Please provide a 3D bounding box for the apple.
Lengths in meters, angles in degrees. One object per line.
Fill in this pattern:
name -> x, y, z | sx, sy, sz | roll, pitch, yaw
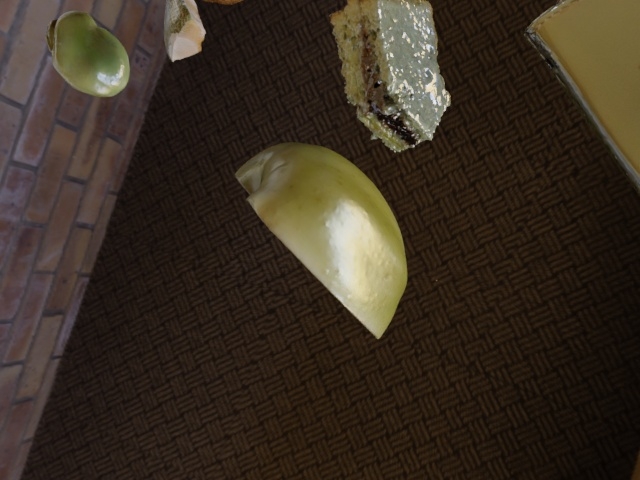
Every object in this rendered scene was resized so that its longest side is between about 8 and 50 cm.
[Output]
apple -> 0.000, 0.000, 1.009 | 0.311, 0.360, 0.320 | -18, 37, 42

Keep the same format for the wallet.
wallet -> 0.198, -0.082, 0.285 | 0.110, 0.039, 0.155 | -34, 81, 19

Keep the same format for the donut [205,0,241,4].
donut -> -0.211, -0.653, 1.135 | 0.317, 0.150, 0.299 | -34, 83, -13

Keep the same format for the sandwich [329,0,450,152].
sandwich -> 0.171, -0.362, 1.206 | 0.131, 0.262, 0.326 | -7, 99, 40

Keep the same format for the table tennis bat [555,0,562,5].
table tennis bat -> 0.497, -0.424, 0.957 | 0.220, 0.019, 0.130 | -40, 124, 3

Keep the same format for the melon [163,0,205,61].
melon -> -0.336, -0.553, 1.370 | 0.093, 0.139, 0.203 | -2, 102, -24

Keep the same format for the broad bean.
broad bean -> -0.557, -0.442, 1.305 | 0.228, 0.100, 0.169 | 39, 62, 2
